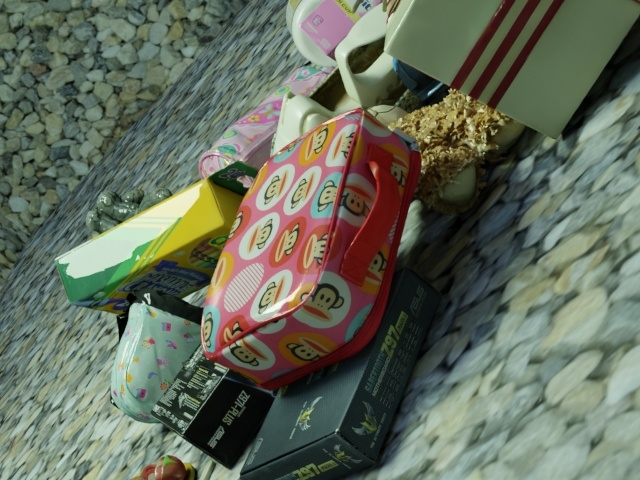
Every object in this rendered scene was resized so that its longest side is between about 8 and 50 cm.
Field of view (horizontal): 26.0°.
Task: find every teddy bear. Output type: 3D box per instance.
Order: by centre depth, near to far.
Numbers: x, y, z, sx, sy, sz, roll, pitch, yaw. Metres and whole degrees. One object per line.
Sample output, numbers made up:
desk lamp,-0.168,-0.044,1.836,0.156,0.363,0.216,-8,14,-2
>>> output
teddy bear,0.126,-0.117,1.681,0.245,0.113,0.338,-48,17,6

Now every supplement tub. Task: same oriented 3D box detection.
supplement tub,0.013,-0.401,2.515,0.144,0.144,0.199,-49,16,11

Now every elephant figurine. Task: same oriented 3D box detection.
elephant figurine,-0.314,-0.013,2.583,0.239,0.186,0.169,4,90,40

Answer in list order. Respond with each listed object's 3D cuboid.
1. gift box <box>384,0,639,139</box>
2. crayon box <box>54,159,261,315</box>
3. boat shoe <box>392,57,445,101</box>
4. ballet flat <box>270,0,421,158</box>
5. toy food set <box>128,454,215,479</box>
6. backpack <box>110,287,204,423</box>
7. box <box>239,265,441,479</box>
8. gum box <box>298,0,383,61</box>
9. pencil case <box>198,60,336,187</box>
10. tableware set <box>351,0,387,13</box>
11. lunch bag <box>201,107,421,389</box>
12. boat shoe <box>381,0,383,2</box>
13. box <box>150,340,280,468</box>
gift box,0.244,-0.297,1.521,0.255,0.276,0.258,-89,25,-58
crayon box,-0.199,0.007,2.043,0.323,0.083,0.203,-28,-19,17
boat shoe,0.219,-0.269,1.779,0.258,0.089,0.109,-28,11,18
ballet flat,0.054,-0.207,1.903,0.483,0.182,0.164,-49,59,5
toy food set,-0.227,0.322,1.762,0.218,0.071,0.128,-28,29,54
backpack,-0.231,0.170,1.974,0.115,0.152,0.182,135,154,-69
box,0.022,0.154,1.476,0.183,0.059,0.232,-31,26,47
gum box,0.047,-0.309,1.983,0.107,0.062,0.188,-44,-9,9
pencil case,-0.068,-0.169,2.198,0.284,0.124,0.124,-45,10,-34
tableware set,0.099,-0.348,1.536,0.194,0.039,0.128,-62,-5,-29
lunch bag,0.000,0.000,1.497,0.258,0.120,0.293,-30,35,47
boat shoe,0.152,-0.414,2.297,0.207,0.073,0.073,-38,19,39
box,-0.126,0.194,1.751,0.147,0.077,0.180,-55,17,-11
